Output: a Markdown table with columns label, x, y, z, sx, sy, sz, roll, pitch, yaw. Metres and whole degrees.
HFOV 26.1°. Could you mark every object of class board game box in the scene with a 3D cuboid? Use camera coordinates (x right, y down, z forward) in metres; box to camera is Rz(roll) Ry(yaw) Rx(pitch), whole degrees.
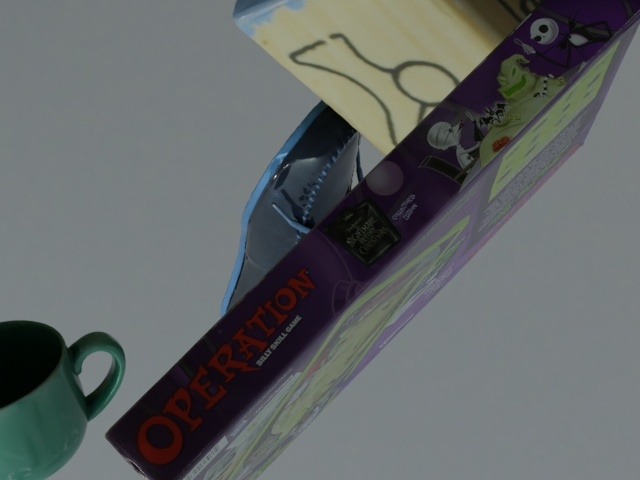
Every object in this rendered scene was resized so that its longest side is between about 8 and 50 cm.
| label | x | y | z | sx | sy | sz | roll | pitch | yaw |
| --- | --- | --- | --- | --- | --- | --- | --- | --- | --- |
| board game box | 0.034 | 0.015 | 0.764 | 0.056 | 0.208 | 0.347 | 42 | -103 | 16 |

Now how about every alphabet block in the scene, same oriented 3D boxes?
| label | x | y | z | sx | sy | sz | roll | pitch | yaw |
| --- | --- | --- | --- | --- | --- | --- | --- | --- | --- |
| alphabet block | 0.082 | -0.206 | 1.082 | 0.192 | 0.197 | 0.193 | -12 | -132 | 46 |

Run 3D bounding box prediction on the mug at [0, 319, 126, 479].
| label | x | y | z | sx | sy | sz | roll | pitch | yaw |
| --- | --- | --- | --- | --- | --- | --- | --- | --- | --- |
| mug | -0.238 | 0.139 | 1.093 | 0.157 | 0.097 | 0.129 | -2 | -148 | 17 |

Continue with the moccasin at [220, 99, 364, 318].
| label | x | y | z | sx | sy | sz | roll | pitch | yaw |
| --- | --- | --- | --- | --- | --- | --- | --- | --- | --- |
| moccasin | 0.000 | 0.000 | 1.283 | 0.116 | 0.342 | 0.138 | 37 | -120 | 12 |
